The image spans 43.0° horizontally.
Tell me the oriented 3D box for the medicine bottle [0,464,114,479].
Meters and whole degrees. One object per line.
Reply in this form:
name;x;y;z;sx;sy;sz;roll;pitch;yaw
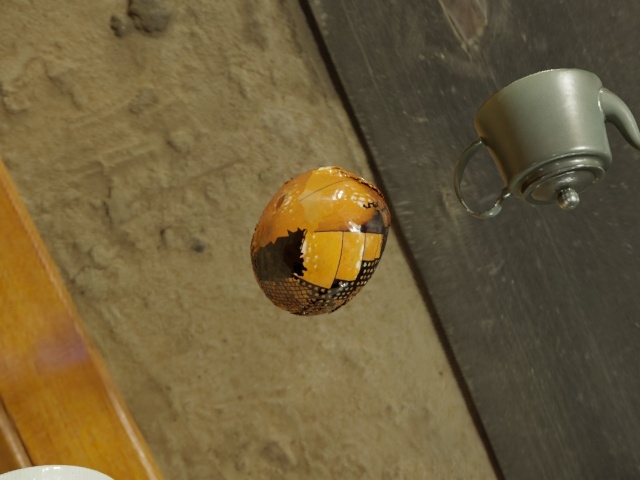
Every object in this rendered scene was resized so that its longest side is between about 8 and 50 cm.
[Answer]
medicine bottle;-0.263;0.397;0.780;0.190;0.190;0.332;-38;42;13

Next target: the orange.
orange;0.000;0.000;1.215;0.234;0.234;0.182;-39;110;13

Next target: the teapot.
teapot;0.278;-0.101;1.006;0.239;0.162;0.149;-20;68;20
